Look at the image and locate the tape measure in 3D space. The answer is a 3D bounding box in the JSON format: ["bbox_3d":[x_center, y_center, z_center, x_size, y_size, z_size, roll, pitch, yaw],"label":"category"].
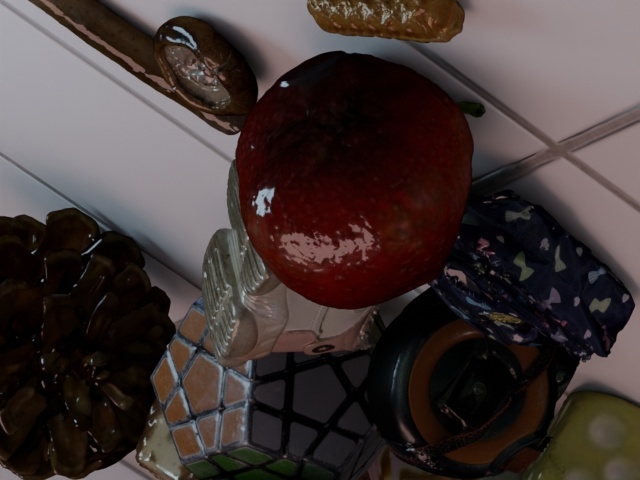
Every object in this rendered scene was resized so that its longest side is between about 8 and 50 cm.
[{"bbox_3d":[0.159,0.151,1.837,0.202,0.223,0.135,38,167,-13],"label":"tape measure"}]

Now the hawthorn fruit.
[{"bbox_3d":[0.023,-0.036,1.537,0.266,0.210,0.230,99,155,-54],"label":"hawthorn fruit"}]

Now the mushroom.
[{"bbox_3d":[-0.111,-0.172,1.681,0.123,0.052,0.123,29,154,16],"label":"mushroom"}]

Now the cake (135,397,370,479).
[{"bbox_3d":[-0.067,0.273,2.339,0.290,0.282,0.256,19,165,19],"label":"cake"}]

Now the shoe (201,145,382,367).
[{"bbox_3d":[0.000,-0.003,1.803,0.198,0.172,0.351,-1,148,-21],"label":"shoe"}]

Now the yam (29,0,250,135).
[{"bbox_3d":[-0.183,-0.190,1.750,0.264,0.046,0.046,35,160,-8],"label":"yam"}]

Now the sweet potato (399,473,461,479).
[{"bbox_3d":[0.003,0.328,1.944,0.354,0.106,0.095,-11,-171,17],"label":"sweet potato"}]

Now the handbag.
[{"bbox_3d":[0.185,0.033,1.672,0.162,0.113,0.260,18,165,48],"label":"handbag"}]

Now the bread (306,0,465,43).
[{"bbox_3d":[0.053,-0.191,1.414,0.157,0.044,0.052,11,159,45],"label":"bread"}]

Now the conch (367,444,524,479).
[{"bbox_3d":[0.240,0.331,2.157,0.368,0.249,0.197,2,-170,1],"label":"conch"}]

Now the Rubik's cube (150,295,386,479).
[{"bbox_3d":[-0.044,0.177,2.062,0.319,0.319,0.264,17,125,33],"label":"Rubik's cube"}]

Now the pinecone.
[{"bbox_3d":[-0.384,0.146,2.340,0.397,0.398,0.398,27,160,10],"label":"pinecone"}]

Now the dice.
[{"bbox_3d":[0.331,0.288,1.993,0.169,0.169,0.166,28,160,4],"label":"dice"}]

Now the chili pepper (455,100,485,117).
[{"bbox_3d":[0.125,-0.111,1.545,0.030,0.017,0.083,35,159,-16],"label":"chili pepper"}]
